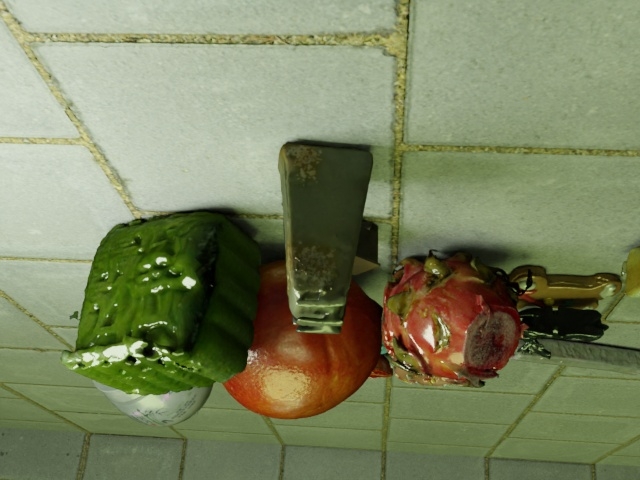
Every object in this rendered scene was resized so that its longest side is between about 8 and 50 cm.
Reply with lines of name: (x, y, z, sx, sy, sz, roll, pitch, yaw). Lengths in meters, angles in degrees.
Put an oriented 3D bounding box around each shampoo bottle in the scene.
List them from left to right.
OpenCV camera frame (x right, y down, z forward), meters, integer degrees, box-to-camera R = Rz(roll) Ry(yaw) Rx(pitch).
shampoo bottle: (-0.438, 0.339, 1.953, 0.273, 0.273, 0.266, -11, 144, 30)

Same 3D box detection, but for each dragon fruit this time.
dragon fruit: (0.244, 0.144, 1.472, 0.250, 0.269, 0.291, 12, -170, -33)

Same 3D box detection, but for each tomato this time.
tomato: (0.131, 0.351, 2.122, 0.156, 0.069, 0.155, 3, 159, 1)

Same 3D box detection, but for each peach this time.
peach: (-0.047, 0.205, 1.564, 0.373, 0.372, 0.290, 13, 171, -17)

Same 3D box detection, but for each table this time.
table: (0.060, 0.007, 1.379, 0.083, 0.082, 0.070, 22, 150, -34)

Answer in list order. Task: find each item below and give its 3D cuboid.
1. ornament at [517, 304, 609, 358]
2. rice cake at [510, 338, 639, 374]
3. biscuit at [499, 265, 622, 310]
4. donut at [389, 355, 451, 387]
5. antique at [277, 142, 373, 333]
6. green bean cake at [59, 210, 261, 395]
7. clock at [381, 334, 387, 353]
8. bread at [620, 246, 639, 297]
ornament: (0.526, 0.207, 1.651, 0.202, 0.080, 0.236, 0, 158, 15)
rice cake: (0.669, 0.301, 1.931, 0.399, 0.064, 0.070, 8, 161, -8)
biscuit: (0.449, 0.117, 1.594, 0.340, 0.047, 0.216, 6, 154, -3)
donut: (0.293, 0.350, 2.077, 0.199, 0.085, 0.233, -10, 150, 30)
antique: (0.000, 0.000, 1.136, 0.150, 0.284, 0.125, 3, 155, 0)
green bean cake: (-0.298, 0.110, 1.395, 0.335, 0.319, 0.218, -12, 148, 23)
clock: (0.140, 0.274, 1.986, 0.108, 0.045, 0.147, 5, 155, 1)
bread: (0.624, 0.045, 1.340, 0.156, 0.103, 0.110, -13, 156, 20)
